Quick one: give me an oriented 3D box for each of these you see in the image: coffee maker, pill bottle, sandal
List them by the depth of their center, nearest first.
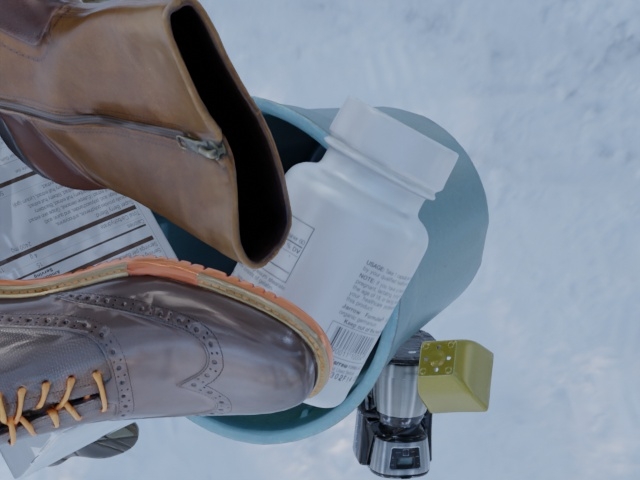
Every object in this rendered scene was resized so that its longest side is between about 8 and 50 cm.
[{"bbox_3d":[0.012,0.007,1.087,0.131,0.131,0.229,29,96,2],"label":"pill bottle"},{"bbox_3d":[-0.324,0.249,1.772,0.090,0.219,0.060,38,49,-30],"label":"sandal"},{"bbox_3d":[0.107,0.215,1.842,0.120,0.171,0.178,7,107,10],"label":"coffee maker"}]

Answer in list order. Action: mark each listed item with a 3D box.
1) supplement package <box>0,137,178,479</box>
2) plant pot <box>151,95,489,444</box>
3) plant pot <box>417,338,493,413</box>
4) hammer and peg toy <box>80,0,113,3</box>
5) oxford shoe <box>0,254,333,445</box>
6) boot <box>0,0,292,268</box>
[{"bbox_3d":[-0.245,0.031,1.189,0.175,0.177,0.293,-26,81,-31],"label":"supplement package"},{"bbox_3d":[0.000,0.000,1.419,0.341,0.334,0.341,7,104,28],"label":"plant pot"},{"bbox_3d":[0.160,0.162,1.676,0.081,0.083,0.081,-6,60,28],"label":"plant pot"},{"bbox_3d":[-0.318,-0.257,1.541,0.361,0.266,0.127,-54,130,-18],"label":"hammer and peg toy"},{"bbox_3d":[-0.174,0.095,0.913,0.363,0.130,0.133,1,37,11],"label":"oxford shoe"},{"bbox_3d":[-0.146,-0.121,0.717,0.096,0.280,0.264,-29,117,-23],"label":"boot"}]
